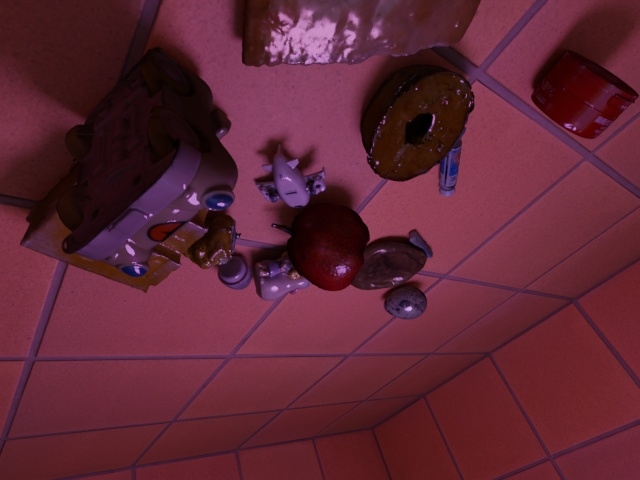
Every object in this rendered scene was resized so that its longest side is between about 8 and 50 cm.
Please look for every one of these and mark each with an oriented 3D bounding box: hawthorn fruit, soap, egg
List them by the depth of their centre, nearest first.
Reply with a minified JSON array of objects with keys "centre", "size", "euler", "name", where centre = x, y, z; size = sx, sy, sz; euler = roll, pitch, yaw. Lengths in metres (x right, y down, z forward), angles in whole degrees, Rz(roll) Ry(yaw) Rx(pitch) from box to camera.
[{"centre":[-0.423,-0.037,0.860],"size":[0.259,0.142,0.281],"euler":[-39,135,18],"name":"soap"},{"centre":[0.000,0.000,1.057],"size":[0.266,0.230,0.210],"euler":[26,162,-20],"name":"hawthorn fruit"},{"centre":[0.338,0.249,1.596],"size":[0.173,0.132,0.132],"euler":[-7,143,-1],"name":"egg"}]

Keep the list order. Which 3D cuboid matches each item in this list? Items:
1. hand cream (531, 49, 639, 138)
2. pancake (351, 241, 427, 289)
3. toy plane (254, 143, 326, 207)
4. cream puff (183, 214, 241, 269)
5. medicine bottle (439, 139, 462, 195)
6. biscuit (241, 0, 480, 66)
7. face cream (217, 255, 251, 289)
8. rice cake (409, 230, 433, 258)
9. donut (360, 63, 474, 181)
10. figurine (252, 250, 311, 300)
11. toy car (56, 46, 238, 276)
[{"centre":[0.613,-0.341,0.940],"size":[0.193,0.193,0.125],"euler":[1,140,-28],"name":"hand cream"},{"centre":[0.234,0.097,1.412],"size":[0.295,0.049,0.294],"euler":[-10,146,-7],"name":"pancake"},{"centre":[-0.071,-0.141,0.943],"size":[0.174,0.080,0.174],"euler":[0,147,0],"name":"toy plane"},{"centre":[-0.272,0.004,0.981],"size":[0.156,0.156,0.121],"euler":[-15,108,-9],"name":"cream puff"},{"centre":[0.356,-0.200,1.105],"size":[0.051,0.051,0.191],"euler":[-20,145,-2],"name":"medicine bottle"},{"centre":[0.110,-0.464,0.605],"size":[0.430,0.103,0.445],"euler":[-5,141,-21],"name":"biscuit"},{"centre":[-0.242,0.095,1.146],"size":[0.091,0.091,0.095],"euler":[-21,151,-1],"name":"face cream"},{"centre":[0.349,0.015,1.389],"size":[0.031,0.042,0.180],"euler":[-10,151,31],"name":"rice cake"},{"centre":[0.207,-0.271,0.906],"size":[0.272,0.107,0.271],"euler":[-17,142,-14],"name":"donut"},{"centre":[-0.078,0.094,1.210],"size":[0.236,0.127,0.155],"euler":[-13,133,-20],"name":"figurine"},{"centre":[-0.255,-0.120,0.662],"size":[0.242,0.335,0.226],"euler":[-35,143,17],"name":"toy car"}]
